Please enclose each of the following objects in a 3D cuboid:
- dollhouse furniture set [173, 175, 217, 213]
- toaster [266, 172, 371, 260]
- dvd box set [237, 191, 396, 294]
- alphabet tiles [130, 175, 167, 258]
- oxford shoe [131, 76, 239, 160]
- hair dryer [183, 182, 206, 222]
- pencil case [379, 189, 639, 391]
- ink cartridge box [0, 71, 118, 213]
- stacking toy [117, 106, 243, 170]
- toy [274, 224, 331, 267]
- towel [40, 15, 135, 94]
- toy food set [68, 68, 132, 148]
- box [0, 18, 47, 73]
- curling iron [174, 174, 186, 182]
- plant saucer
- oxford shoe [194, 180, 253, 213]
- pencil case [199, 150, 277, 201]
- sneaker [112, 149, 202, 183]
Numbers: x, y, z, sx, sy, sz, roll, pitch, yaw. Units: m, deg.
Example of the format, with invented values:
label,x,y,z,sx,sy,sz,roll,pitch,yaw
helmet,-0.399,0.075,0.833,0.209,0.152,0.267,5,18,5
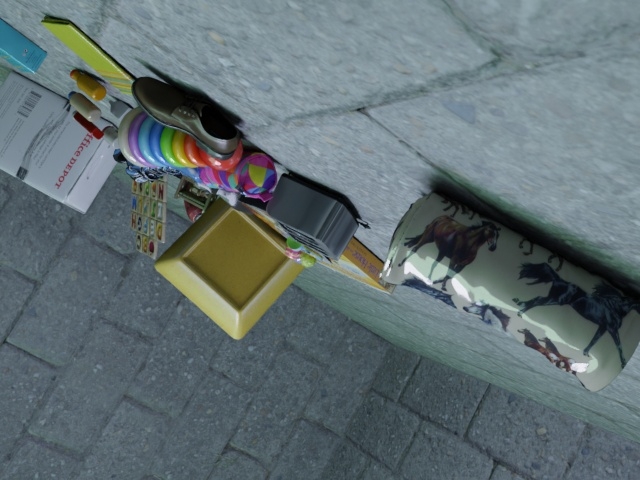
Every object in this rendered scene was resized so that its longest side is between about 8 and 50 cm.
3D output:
label,x,y,z,sx,sy,sz,roll,pitch,yaw
dollhouse furniture set,-0.328,-0.146,2.177,0.182,0.101,0.161,28,-164,9
toaster,-0.009,-0.048,1.526,0.186,0.110,0.168,26,171,22
dvd box set,0.000,0.000,1.930,0.308,0.062,0.420,23,169,41
alphabet tiles,-0.505,-0.126,2.047,0.011,0.342,0.285,-2,-170,-33
oxford shoe,-0.246,-0.247,1.313,0.227,0.082,0.096,30,153,-9
hair dryer,-0.368,-0.084,2.340,0.293,0.080,0.223,50,-169,2
pencil case,0.297,0.079,1.083,0.411,0.159,0.183,28,155,5
ink cartridge box,-0.856,-0.304,2.206,0.395,0.285,0.166,28,173,10
stacking toy,-0.287,-0.211,1.500,0.331,0.141,0.141,13,163,40
toy,-0.054,0.033,1.909,0.137,0.056,0.237,30,172,14
towel,-0.446,-0.367,1.414,0.102,0.021,0.237,16,164,35
toy food set,-0.545,-0.317,1.735,0.105,0.111,0.232,39,177,23
box,-0.765,-0.486,1.617,0.101,0.060,0.244,20,168,46
curling iron,-0.515,-0.246,2.280,0.274,0.035,0.068,26,162,26
plant saucer,-0.246,0.056,2.014,0.333,0.333,0.081,42,161,0
oxford shoe,-0.249,-0.146,1.948,0.212,0.076,0.076,30,-158,-21
pencil case,-0.184,-0.148,1.541,0.104,0.104,0.236,35,173,-32
sneaker,-0.421,-0.203,1.846,0.330,0.147,0.130,23,169,33
